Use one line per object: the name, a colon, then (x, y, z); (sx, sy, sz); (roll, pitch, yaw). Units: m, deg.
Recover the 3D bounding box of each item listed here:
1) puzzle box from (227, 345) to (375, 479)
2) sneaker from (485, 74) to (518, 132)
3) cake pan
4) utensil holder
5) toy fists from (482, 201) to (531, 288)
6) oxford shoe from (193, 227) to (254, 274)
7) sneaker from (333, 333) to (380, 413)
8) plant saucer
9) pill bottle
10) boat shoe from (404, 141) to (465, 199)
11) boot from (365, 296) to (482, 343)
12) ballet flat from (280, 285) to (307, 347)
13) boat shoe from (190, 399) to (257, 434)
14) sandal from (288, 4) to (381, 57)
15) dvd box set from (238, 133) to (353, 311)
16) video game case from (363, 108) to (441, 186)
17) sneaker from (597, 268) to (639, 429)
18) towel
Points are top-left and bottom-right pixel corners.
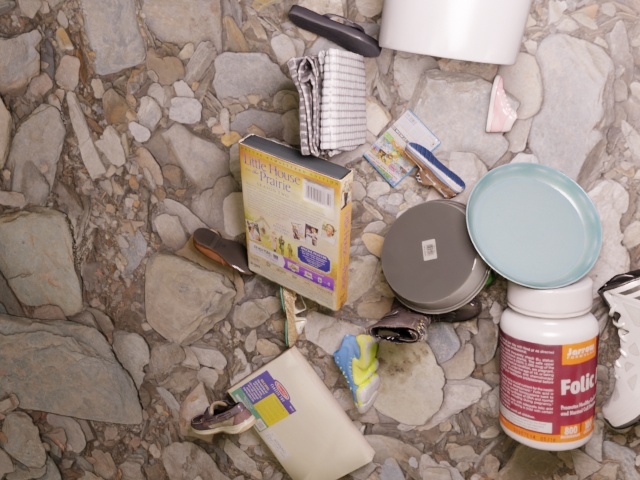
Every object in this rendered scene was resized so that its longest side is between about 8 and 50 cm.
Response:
puzzle box: (-0.061, 0.543, 1.875); (0.272, 0.052, 0.409); (-36, 90, 24)
sneaker: (0.434, -0.320, 1.470); (0.070, 0.051, 0.134); (9, 110, 15)
cake pan: (0.273, 0.031, 1.527); (0.293, 0.054, 0.293); (-10, 71, 31)
utensil holder: (0.297, -0.585, 1.302); (0.328, 0.327, 0.385); (14, 111, 15)
toy fists: (0.415, 0.032, 1.547); (0.279, 0.096, 0.142); (-36, 75, 24)
oxford shoe: (-0.277, 0.042, 1.819); (0.212, 0.076, 0.076); (32, 143, 6)
sneaker: (0.100, 0.367, 1.766); (0.126, 0.091, 0.240); (17, 111, 34)
plant saucer: (0.488, -0.033, 1.441); (0.318, 0.043, 0.317); (2, 67, -4)
pill bottle: (0.546, 0.276, 1.495); (0.224, 0.224, 0.392); (1, 105, 19)
boat shoe: (0.272, -0.168, 1.550); (0.183, 0.066, 0.066); (40, 123, -4)
boot: (0.266, 0.204, 1.571); (0.263, 0.229, 0.091); (-4, 103, 21)
ballet flat: (-0.072, 0.212, 1.784); (0.067, 0.073, 0.206); (-4, 107, 6)
boat shoe: (-0.308, 0.537, 1.910); (0.285, 0.103, 0.092); (-17, 96, 46)
sandal: (0.040, -0.529, 1.535); (0.255, 0.097, 0.054); (28, 85, 10)
dvd box set: (-0.065, -0.040, 1.602); (0.308, 0.062, 0.420); (23, 134, 26)
video game case: (0.207, -0.234, 1.591); (0.119, 0.015, 0.166); (47, 114, 2)
sneaker: (0.743, 0.227, 1.466); (0.257, 0.169, 0.447); (41, 128, 25)
towel: (0.023, -0.327, 1.486); (0.121, 0.284, 0.234); (4, 104, 19)
